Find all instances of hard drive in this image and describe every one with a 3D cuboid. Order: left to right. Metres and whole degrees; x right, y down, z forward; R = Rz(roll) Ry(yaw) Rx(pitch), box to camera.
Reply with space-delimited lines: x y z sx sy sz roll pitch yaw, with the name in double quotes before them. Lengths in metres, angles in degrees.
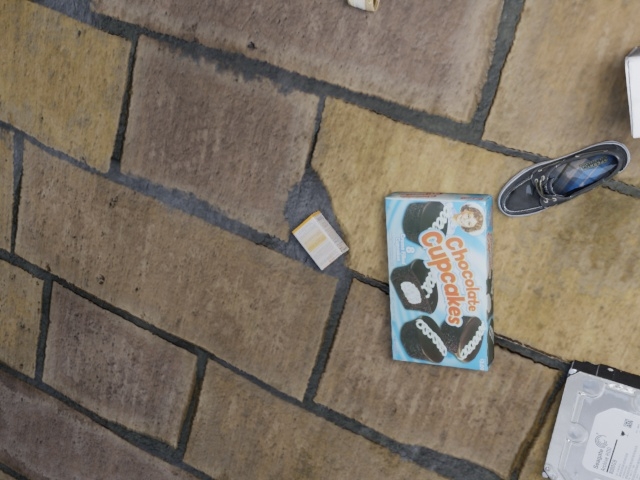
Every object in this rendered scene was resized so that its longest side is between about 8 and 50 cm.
"hard drive" 0.578 0.362 1.311 0.339 0.064 0.237 17 113 22

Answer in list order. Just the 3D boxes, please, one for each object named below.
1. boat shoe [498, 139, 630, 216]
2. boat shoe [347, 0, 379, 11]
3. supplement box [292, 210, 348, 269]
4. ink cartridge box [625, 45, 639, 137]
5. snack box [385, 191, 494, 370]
"boat shoe" 0.392 -0.094 1.247 0.228 0.076 0.080 -21 96 30
"boat shoe" 0.100 -0.471 1.285 0.059 0.063 0.170 29 126 13
"supplement box" 0.000 0.000 1.498 0.062 0.036 0.098 -39 86 30
"ink cartridge box" 0.574 -0.223 1.043 0.273 0.198 0.115 -2 107 28
"snack box" 0.221 0.073 1.397 0.187 0.060 0.322 3 107 25
